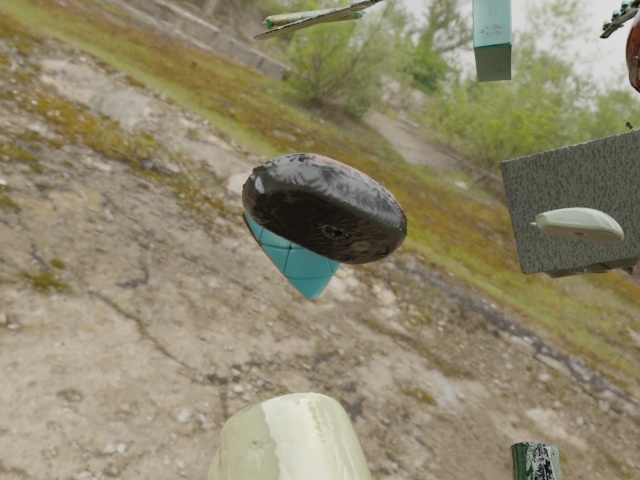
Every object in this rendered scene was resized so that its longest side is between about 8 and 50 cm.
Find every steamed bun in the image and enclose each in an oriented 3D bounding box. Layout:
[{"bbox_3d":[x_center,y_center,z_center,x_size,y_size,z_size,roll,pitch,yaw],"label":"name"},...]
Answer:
[{"bbox_3d":[-0.045,0.505,1.398,0.290,0.456,0.371,0,57,-22],"label":"steamed bun"}]

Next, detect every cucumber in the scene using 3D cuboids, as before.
[{"bbox_3d":[0.459,0.496,1.600,0.062,0.116,0.115,30,43,-26],"label":"cucumber"}]

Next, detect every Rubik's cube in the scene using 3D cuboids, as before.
[{"bbox_3d":[0.000,0.000,1.525,0.254,0.254,0.254,26,13,-6],"label":"Rubik's cube"}]

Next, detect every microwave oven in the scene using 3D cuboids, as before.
[{"bbox_3d":[0.728,-0.091,1.895,0.432,0.374,0.236,-13,-3,27],"label":"microwave oven"}]

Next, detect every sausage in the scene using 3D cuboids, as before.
[{"bbox_3d":[-0.013,-0.542,1.784,0.269,0.033,0.033,-11,26,-15],"label":"sausage"}]

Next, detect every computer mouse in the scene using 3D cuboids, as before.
[{"bbox_3d":[0.011,-0.059,1.286,0.323,0.183,0.116,26,44,-33],"label":"computer mouse"},{"bbox_3d":[0.516,-0.036,1.475,0.182,0.056,0.089,7,-20,25],"label":"computer mouse"}]

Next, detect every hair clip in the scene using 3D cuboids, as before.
[{"bbox_3d":[0.635,-0.467,1.536,0.049,0.049,0.173,27,-7,-1],"label":"hair clip"}]

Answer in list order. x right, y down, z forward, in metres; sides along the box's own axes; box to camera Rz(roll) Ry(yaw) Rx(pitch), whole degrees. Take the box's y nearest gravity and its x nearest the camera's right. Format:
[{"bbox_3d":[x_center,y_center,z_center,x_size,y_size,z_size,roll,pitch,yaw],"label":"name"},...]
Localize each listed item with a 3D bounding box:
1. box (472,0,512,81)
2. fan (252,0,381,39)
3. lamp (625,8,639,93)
[{"bbox_3d":[0.425,-0.502,1.806,0.092,0.153,0.245,-1,-8,15],"label":"box"},{"bbox_3d":[0.018,-0.348,1.123,0.294,0.012,0.223,-7,16,38],"label":"fan"},{"bbox_3d":[0.670,-0.317,1.229,0.303,0.257,0.303,10,30,-6],"label":"lamp"}]
